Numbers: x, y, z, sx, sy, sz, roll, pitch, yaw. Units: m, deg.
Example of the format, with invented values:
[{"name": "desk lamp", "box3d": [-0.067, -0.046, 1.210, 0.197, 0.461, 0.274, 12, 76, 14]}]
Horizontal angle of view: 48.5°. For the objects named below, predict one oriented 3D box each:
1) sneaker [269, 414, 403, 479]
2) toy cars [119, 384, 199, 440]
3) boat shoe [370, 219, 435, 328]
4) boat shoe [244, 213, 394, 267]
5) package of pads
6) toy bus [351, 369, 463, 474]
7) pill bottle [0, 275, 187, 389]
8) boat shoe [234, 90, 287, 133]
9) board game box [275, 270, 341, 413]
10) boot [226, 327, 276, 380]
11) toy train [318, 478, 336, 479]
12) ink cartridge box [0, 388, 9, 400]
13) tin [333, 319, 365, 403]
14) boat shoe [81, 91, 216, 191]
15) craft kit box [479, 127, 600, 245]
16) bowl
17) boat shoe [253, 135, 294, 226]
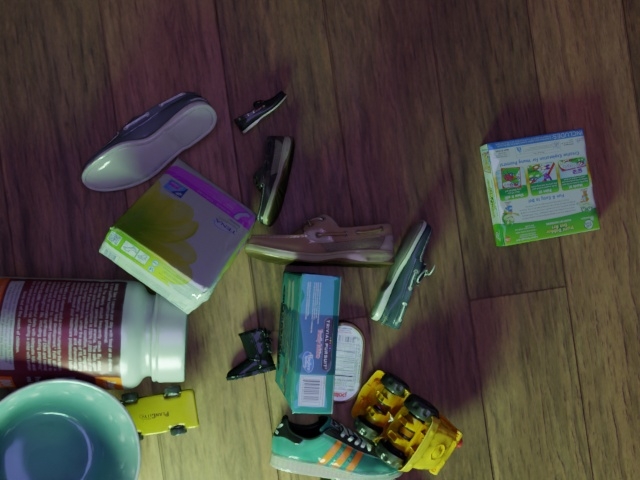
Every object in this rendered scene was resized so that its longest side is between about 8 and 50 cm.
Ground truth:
[{"name": "sneaker", "box3d": [0.044, 0.456, 1.573, 0.302, 0.108, 0.120, 8, 91, -7]}, {"name": "toy cars", "box3d": [-0.415, 0.449, 1.517, 0.176, 0.087, 0.393, 39, 87, 6]}, {"name": "boat shoe", "box3d": [0.200, 0.079, 1.615, 0.079, 0.095, 0.254, 25, 86, -6]}, {"name": "boat shoe", "box3d": [0.000, 0.000, 1.582, 0.341, 0.122, 0.110, 3, 83, -19]}, {"name": "package of pads", "box3d": [-0.278, -0.012, 1.462, 0.229, 0.101, 0.296, 36, 39, -6]}, {"name": "toy bus", "box3d": [0.209, 0.409, 1.579, 0.211, 0.220, 0.149, 25, 97, -38]}, {"name": "pill bottle", "box3d": [-0.470, 0.190, 1.443, 0.393, 0.224, 0.223, 3, 88, -8]}, {"name": "boat shoe", "box3d": [-0.133, -0.295, 1.596, 0.133, 0.049, 0.042, -38, 102, -4]}, {"name": "board game box", "box3d": [-0.030, 0.192, 1.454, 0.079, 0.336, 0.253, 5, 88, -8]}, {"name": "boot", "box3d": [-0.160, 0.252, 1.580, 0.121, 0.045, 0.099, -15, 85, -2]}, {"name": "toy train", "box3d": [0.035, 0.546, 1.616, 0.083, 0.017, 0.023, -13, 101, -9]}, {"name": "ink cartridge box", "box3d": [-0.716, 0.371, 1.465, 0.143, 0.090, 0.092, -19, 92, -10]}, {"name": "tin", "box3d": [0.045, 0.276, 1.616, 0.106, 0.040, 0.189, 6, 88, -5]}, {"name": "boat shoe", "box3d": [-0.379, -0.219, 1.549, 0.320, 0.116, 0.099, -32, 50, -2]}, {"name": "craft kit box", "box3d": [0.523, -0.126, 1.694, 0.250, 0.061, 0.246, -9, 87, -9]}, {"name": "bowl", "box3d": [-0.518, 0.424, 1.366, 0.312, 0.163, 0.311, 7, 75, -26]}, {"name": "boat shoe", "box3d": [-0.112, -0.135, 1.572, 0.074, 0.080, 0.223, 10, 67, 9]}]
